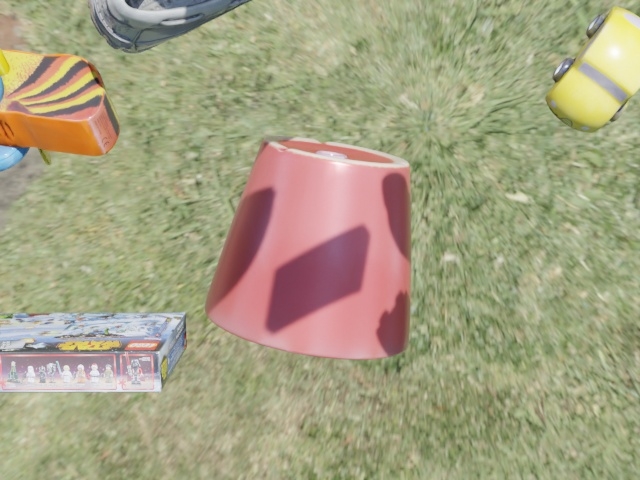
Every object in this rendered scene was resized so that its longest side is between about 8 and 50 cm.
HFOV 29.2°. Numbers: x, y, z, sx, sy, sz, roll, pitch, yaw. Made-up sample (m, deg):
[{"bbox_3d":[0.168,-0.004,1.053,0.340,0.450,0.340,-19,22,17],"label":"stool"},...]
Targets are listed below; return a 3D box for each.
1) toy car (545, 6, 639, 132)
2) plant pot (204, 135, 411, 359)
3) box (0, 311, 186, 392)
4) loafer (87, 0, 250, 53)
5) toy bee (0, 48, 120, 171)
[{"bbox_3d":[0.289,-0.196,0.926,0.225,0.053,0.239,3,96,1],"label":"toy car"},{"bbox_3d":[0.000,0.000,1.599,0.275,0.275,0.243,10,101,4],"label":"plant pot"},{"bbox_3d":[-0.157,0.068,0.759,0.137,0.094,0.027,0,101,4],"label":"box"},{"bbox_3d":[-0.064,-0.273,1.121,0.319,0.111,0.112,-38,102,-17],"label":"loafer"},{"bbox_3d":[-0.341,-0.163,1.236,0.298,0.195,0.162,12,54,-5],"label":"toy bee"}]
